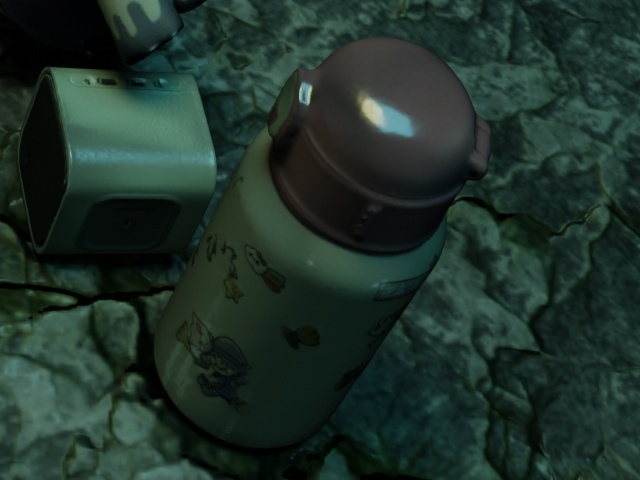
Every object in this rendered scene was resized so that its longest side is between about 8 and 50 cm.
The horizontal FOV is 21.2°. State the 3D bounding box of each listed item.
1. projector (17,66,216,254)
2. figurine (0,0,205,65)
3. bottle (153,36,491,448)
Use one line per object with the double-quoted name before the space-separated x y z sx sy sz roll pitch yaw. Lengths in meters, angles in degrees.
"projector" -0.110 -0.042 0.917 0.082 0.083 0.083 0 54 -25
"figurine" -0.132 -0.166 0.944 0.145 0.222 0.145 -2 95 -26
"bottle" 0.000 0.000 0.835 0.110 0.233 0.110 13 49 -15
